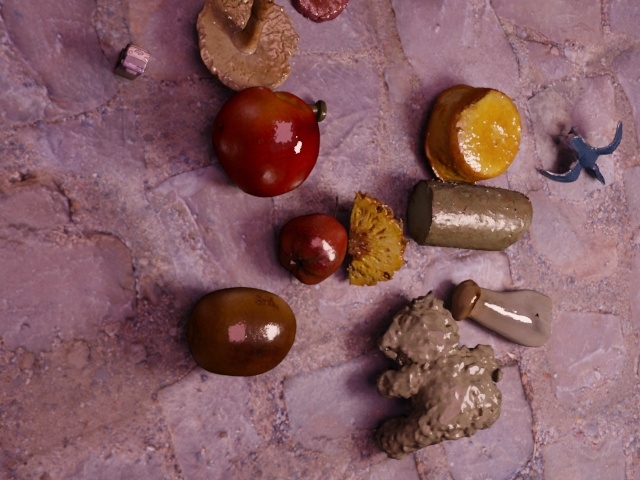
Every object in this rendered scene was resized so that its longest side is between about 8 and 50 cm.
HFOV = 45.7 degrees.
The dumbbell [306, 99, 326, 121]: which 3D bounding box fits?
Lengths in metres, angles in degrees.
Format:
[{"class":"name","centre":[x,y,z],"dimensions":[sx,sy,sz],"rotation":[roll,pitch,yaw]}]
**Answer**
[{"class":"dumbbell","centre":[-0.044,-0.303,1.742],"dimensions":[0.118,0.046,0.052],"rotation":[3,83,-26]}]

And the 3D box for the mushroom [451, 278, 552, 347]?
[{"class":"mushroom","centre":[0.470,0.178,1.972],"dimensions":[0.329,0.122,0.159],"rotation":[19,45,-26]}]

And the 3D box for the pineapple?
[{"class":"pineapple","centre":[0.147,-0.016,1.771],"dimensions":[0.140,0.164,0.249],"rotation":[9,115,14]}]

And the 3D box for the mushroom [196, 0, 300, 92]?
[{"class":"mushroom","centre":[-0.160,-0.439,1.564],"dimensions":[0.208,0.302,0.232],"rotation":[-10,81,6]}]

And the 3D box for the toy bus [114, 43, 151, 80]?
[{"class":"toy bus","centre":[-0.384,-0.361,1.542],"dimensions":[0.052,0.102,0.058],"rotation":[20,84,-25]}]

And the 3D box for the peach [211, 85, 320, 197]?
[{"class":"peach","centre":[-0.117,-0.205,1.617],"dimensions":[0.244,0.199,0.243],"rotation":[-6,116,-12]}]

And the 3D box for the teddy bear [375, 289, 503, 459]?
[{"class":"teddy bear","centre":[0.278,0.311,1.842],"dimensions":[0.358,0.224,0.367],"rotation":[-13,80,-24]}]

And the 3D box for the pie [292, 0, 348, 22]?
[{"class":"pie","centre":[0.004,-0.584,1.771],"dimensions":[0.154,0.038,0.153],"rotation":[-1,92,-26]}]

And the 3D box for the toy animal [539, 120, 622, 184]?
[{"class":"toy animal","centre":[0.729,-0.234,2.069],"dimensions":[0.176,0.239,0.255],"rotation":[54,21,12]}]

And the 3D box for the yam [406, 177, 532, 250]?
[{"class":"yam","centre":[0.363,-0.060,1.878],"dimensions":[0.305,0.168,0.167],"rotation":[5,87,-26]}]

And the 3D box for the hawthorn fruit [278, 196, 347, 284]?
[{"class":"hawthorn fruit","centre":[0.000,0.000,1.721],"dimensions":[0.203,0.163,0.162],"rotation":[-39,107,-40]}]

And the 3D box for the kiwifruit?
[{"class":"kiwifruit","centre":[-0.160,0.192,1.604],"dimensions":[0.234,0.196,0.195],"rotation":[1,89,-28]}]

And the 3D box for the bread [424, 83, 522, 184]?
[{"class":"bread","centre":[0.384,-0.260,1.902],"dimensions":[0.269,0.146,0.268],"rotation":[-2,94,-29]}]
